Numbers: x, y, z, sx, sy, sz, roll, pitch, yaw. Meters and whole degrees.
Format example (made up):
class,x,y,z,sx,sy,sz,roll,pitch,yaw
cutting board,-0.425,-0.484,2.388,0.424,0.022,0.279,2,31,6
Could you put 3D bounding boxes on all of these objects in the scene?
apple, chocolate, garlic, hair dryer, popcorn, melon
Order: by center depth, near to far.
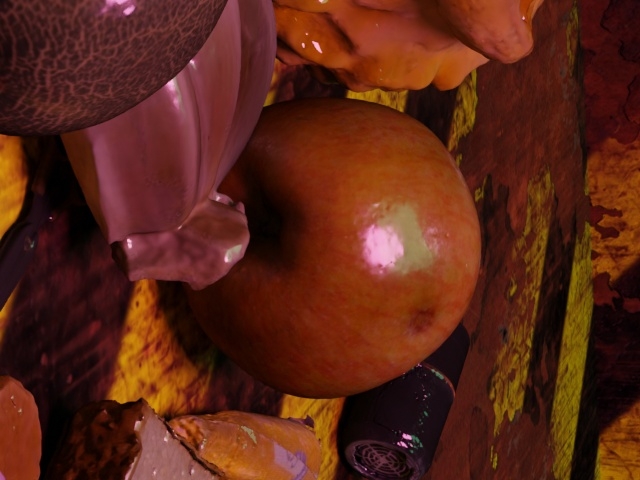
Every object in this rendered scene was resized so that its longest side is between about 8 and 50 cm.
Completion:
class,x,y,z,sx,sy,sz,roll,pitch,yaw
melon,-0.162,-0.199,1.129,0.302,0.237,0.237,-67,150,-47
garlic,-0.116,-0.140,1.398,0.279,0.132,0.325,-61,147,-69
popcorn,0.065,-0.284,1.543,0.349,0.381,0.349,-6,103,-25
apple,0.000,0.000,1.570,0.264,0.264,0.264,2,90,-69
chocolate,-0.073,0.187,1.637,0.219,0.085,0.086,23,70,-64
hair dryer,0.045,0.087,1.935,0.352,0.107,0.189,61,38,-40

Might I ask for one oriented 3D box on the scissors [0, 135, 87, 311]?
class,x,y,z,sx,sy,sz,roll,pitch,yaw
scissors,-0.211,-0.005,1.331,0.220,0.017,0.088,-68,152,-42

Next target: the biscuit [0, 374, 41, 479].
class,x,y,z,sx,sy,sz,roll,pitch,yaw
biscuit,-0.267,0.217,1.145,0.376,0.051,0.269,-64,144,-50

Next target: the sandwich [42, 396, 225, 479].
class,x,y,z,sx,sy,sz,roll,pitch,yaw
sandwich,-0.141,0.260,1.435,0.251,0.087,0.226,50,47,-58

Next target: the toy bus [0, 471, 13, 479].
class,x,y,z,sx,sy,sz,roll,pitch,yaw
toy bus,-0.259,0.102,1.022,0.112,0.090,0.274,-79,147,-54
